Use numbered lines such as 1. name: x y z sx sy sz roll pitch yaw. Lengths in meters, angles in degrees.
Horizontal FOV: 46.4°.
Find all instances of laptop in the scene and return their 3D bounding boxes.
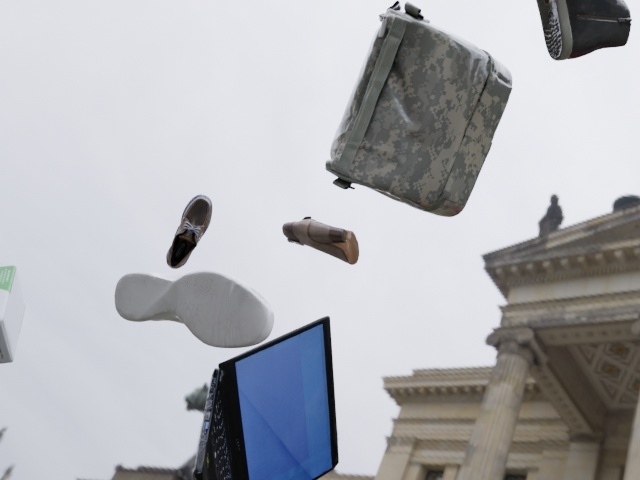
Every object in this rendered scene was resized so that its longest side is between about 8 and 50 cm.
1. laptop: -0.046 0.252 0.826 0.136 0.264 0.234 -4 -66 0

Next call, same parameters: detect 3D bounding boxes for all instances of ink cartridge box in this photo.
1. ink cartridge box: -0.573 0.120 1.134 0.208 0.153 0.087 -5 -57 -10

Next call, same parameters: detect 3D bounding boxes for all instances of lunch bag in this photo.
1. lunch bag: 0.152 -0.212 1.251 0.212 0.305 0.256 29 12 35

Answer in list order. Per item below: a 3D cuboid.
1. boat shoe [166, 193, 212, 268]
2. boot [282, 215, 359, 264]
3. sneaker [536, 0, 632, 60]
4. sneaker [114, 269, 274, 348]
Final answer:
1. boat shoe: -0.293 -0.015 1.686 0.066 0.183 0.066 21 10 -12
2. boot: 0.000 0.000 1.025 0.087 0.042 0.118 6 -22 19
3. sneaker: 0.394 -0.391 1.134 0.118 0.083 0.222 -11 -82 -8
4. sneaker: -0.127 0.069 0.842 0.212 0.080 0.094 9 1 32
